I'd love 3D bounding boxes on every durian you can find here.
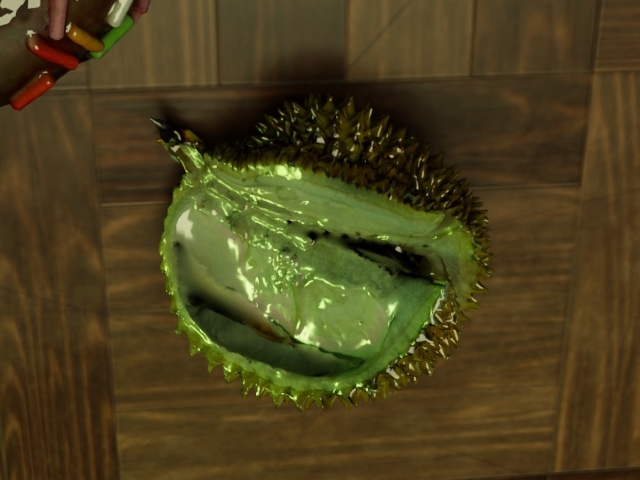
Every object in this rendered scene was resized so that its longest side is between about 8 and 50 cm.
[{"bbox_3d":[0.000,0.000,0.837,0.237,0.137,0.193,43,109,19],"label":"durian"}]

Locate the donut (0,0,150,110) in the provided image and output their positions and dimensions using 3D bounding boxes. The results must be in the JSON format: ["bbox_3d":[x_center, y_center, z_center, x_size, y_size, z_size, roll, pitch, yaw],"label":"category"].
[{"bbox_3d":[-0.197,-0.213,0.694,0.259,0.136,0.345,2,119,-5],"label":"donut"}]
